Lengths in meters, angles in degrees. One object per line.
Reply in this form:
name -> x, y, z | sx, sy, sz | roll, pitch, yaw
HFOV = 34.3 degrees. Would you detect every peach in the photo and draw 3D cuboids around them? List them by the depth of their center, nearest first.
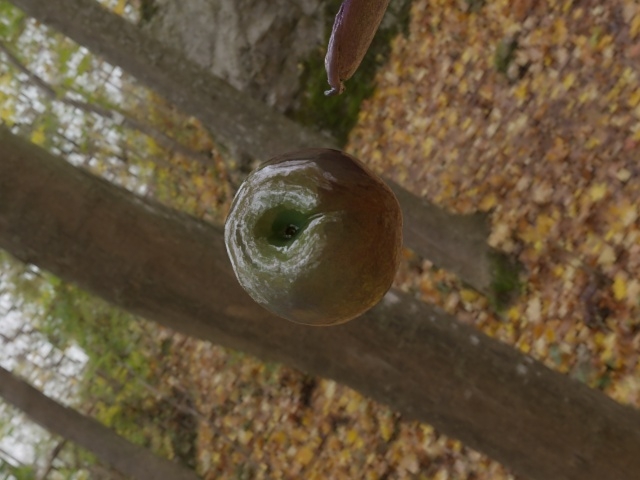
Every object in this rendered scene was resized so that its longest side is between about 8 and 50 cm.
peach -> -0.001, -0.002, 0.465 | 0.083, 0.083, 0.083 | -57, 1, 1

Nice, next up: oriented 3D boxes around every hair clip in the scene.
hair clip -> 0.065, -0.317, 1.042 | 0.110, 0.095, 0.359 | -151, 72, -68
